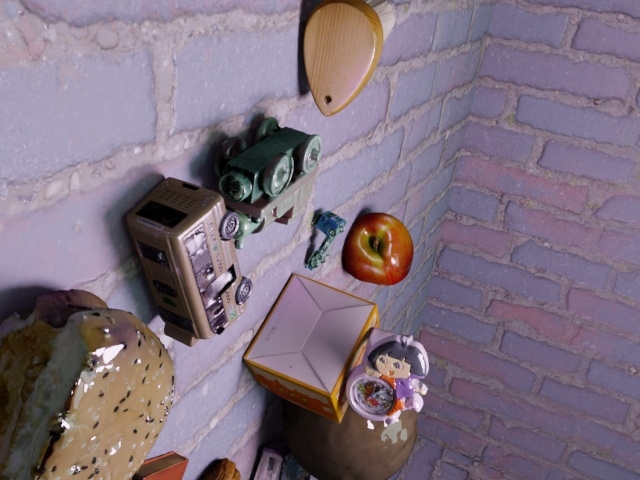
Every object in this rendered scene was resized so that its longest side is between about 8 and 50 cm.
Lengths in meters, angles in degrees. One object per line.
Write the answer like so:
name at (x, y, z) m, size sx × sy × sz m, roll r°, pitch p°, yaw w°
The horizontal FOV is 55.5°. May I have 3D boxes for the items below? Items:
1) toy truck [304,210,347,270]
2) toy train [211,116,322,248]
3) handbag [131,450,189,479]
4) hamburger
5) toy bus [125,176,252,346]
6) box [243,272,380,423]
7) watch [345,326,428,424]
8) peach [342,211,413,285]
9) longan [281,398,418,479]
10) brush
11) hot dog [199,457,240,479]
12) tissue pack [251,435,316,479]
toy truck at (0.000, 0.000, 1.709) m, size 0.175 × 0.081 × 0.067 m, roll -60°, pitch 164°, yaw 26°
toy train at (-0.110, -0.114, 1.234) m, size 0.304 × 0.150 × 0.221 m, roll -44°, pitch 152°, yaw -53°
handbag at (-0.355, 0.522, 1.261) m, size 0.127 × 0.062 × 0.190 m, roll -70°, pitch 161°, yaw -3°
hamburger at (-0.347, 0.233, 0.861) m, size 0.277 × 0.195 × 0.318 m, roll 17°, pitch 93°, yaw -67°
toy bus at (-0.228, 0.046, 1.072) m, size 0.157 × 0.139 × 0.289 m, roll -49°, pitch 148°, yaw -38°
box at (-0.011, 0.288, 1.635) m, size 0.283 × 0.259 × 0.214 m, roll -60°, pitch 158°, yaw -27°
watch at (0.186, 0.321, 1.545) m, size 0.231 × 0.196 × 0.244 m, roll -38°, pitch 139°, yaw -66°
peach at (0.200, 0.041, 2.068) m, size 0.248 × 0.245 × 0.274 m, roll -43°, pitch 170°, yaw 4°
longan at (0.073, 0.522, 1.825) m, size 0.404 × 0.436 × 0.404 m, roll -22°, pitch 126°, yaw -34°
brush at (0.054, -0.419, 1.363) m, size 0.166 × 0.174 × 0.267 m, roll -56°, pitch 164°, yaw -57°
hot dog at (-0.274, 0.648, 1.517) m, size 0.227 × 0.099 × 0.160 m, roll -39°, pitch 141°, yaw -50°
tissue pack at (-0.108, 0.760, 1.982) m, size 0.361 × 0.122 × 0.259 m, roll 12°, pitch 93°, yaw -67°
